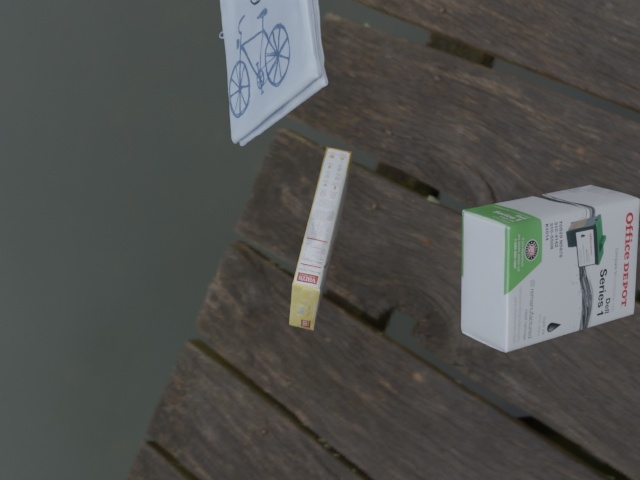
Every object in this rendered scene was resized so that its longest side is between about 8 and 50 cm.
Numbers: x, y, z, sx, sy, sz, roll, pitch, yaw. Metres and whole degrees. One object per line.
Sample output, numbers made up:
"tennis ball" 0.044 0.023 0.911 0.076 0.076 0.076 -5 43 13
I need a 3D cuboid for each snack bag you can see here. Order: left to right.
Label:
"snack bag" -0.079 -0.340 1.382 0.323 0.037 0.343 155 111 -63

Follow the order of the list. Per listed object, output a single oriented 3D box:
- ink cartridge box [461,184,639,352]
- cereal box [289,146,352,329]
"ink cartridge box" 0.285 0.029 1.174 0.092 0.219 0.160 24 121 56
"cereal box" 0.000 0.000 1.481 0.047 0.173 0.240 12 65 2
